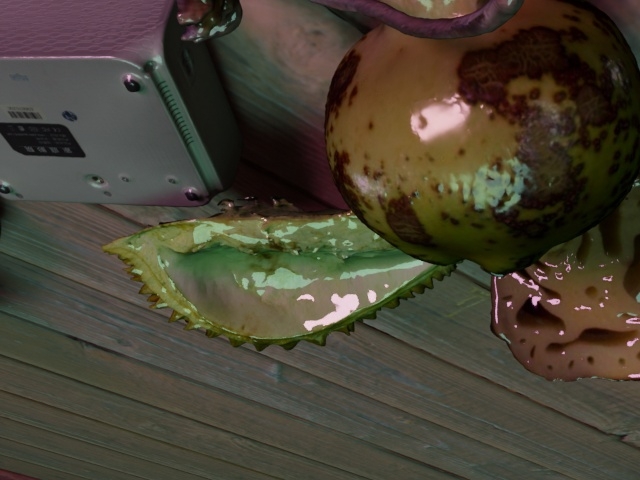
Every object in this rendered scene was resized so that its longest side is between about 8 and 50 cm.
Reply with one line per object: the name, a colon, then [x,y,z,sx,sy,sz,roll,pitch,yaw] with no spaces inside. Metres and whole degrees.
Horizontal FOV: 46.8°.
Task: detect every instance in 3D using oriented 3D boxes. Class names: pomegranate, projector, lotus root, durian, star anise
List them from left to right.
projector: [-0.214,-0.121,0.646,0.251,0.108,0.198,2,149,12]
durian: [0.000,-0.008,0.733,0.395,0.163,0.198,-7,138,6]
star anise: [0.003,-0.175,0.434,0.228,0.218,0.148,11,112,9]
pomegranate: [0.096,-0.103,0.496,0.222,0.203,0.276,-4,146,24]
lotus root: [0.284,0.028,0.723,0.188,0.199,0.180,1,-172,33]
